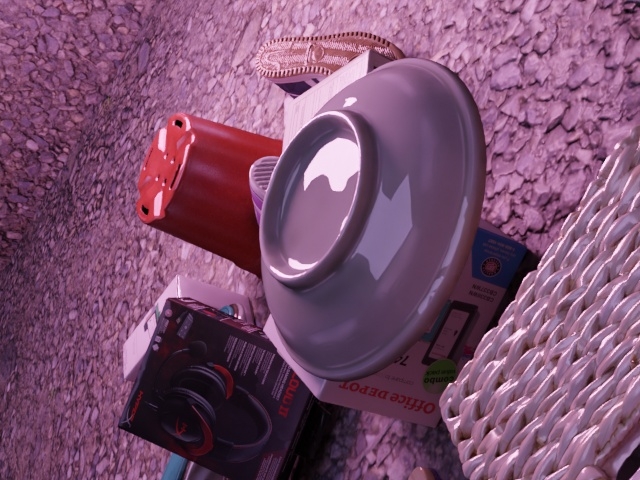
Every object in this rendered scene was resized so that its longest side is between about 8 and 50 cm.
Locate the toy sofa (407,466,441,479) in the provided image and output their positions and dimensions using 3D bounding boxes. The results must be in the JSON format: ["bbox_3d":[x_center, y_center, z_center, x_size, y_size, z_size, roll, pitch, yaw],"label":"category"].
[{"bbox_3d":[0.175,0.411,1.008,0.177,0.150,0.362,-62,30,22],"label":"toy sofa"}]

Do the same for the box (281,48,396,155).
[{"bbox_3d":[0.053,-0.175,1.582,0.232,0.126,0.149,-24,54,53],"label":"box"}]

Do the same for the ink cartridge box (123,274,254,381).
[{"bbox_3d":[-0.243,0.179,1.838,0.219,0.160,0.093,-49,36,31],"label":"ink cartridge box"}]

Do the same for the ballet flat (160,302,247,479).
[{"bbox_3d":[-0.167,0.309,1.670,0.139,0.139,0.400,-4,65,58],"label":"ballet flat"}]

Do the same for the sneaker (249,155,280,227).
[{"bbox_3d":[0.001,-0.001,1.571,0.282,0.102,0.161,44,154,24],"label":"sneaker"}]

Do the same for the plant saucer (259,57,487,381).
[{"bbox_3d":[0.024,-0.039,1.181,0.400,0.100,0.401,-34,47,46],"label":"plant saucer"}]

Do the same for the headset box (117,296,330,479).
[{"bbox_3d":[-0.128,0.239,1.527,0.110,0.293,0.218,14,-82,-78],"label":"headset box"}]

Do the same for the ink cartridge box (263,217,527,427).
[{"bbox_3d":[0.090,0.068,1.307,0.270,0.198,0.197,-65,31,11],"label":"ink cartridge box"}]

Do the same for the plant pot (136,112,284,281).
[{"bbox_3d":[-0.162,-0.085,1.750,0.272,0.265,0.273,-36,45,46],"label":"plant pot"}]

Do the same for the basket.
[{"bbox_3d":[0.315,0.137,0.760,0.328,0.331,0.266,-58,30,20],"label":"basket"}]

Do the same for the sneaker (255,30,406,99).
[{"bbox_3d":[0.042,-0.281,1.715,0.282,0.153,0.099,9,77,30],"label":"sneaker"}]
